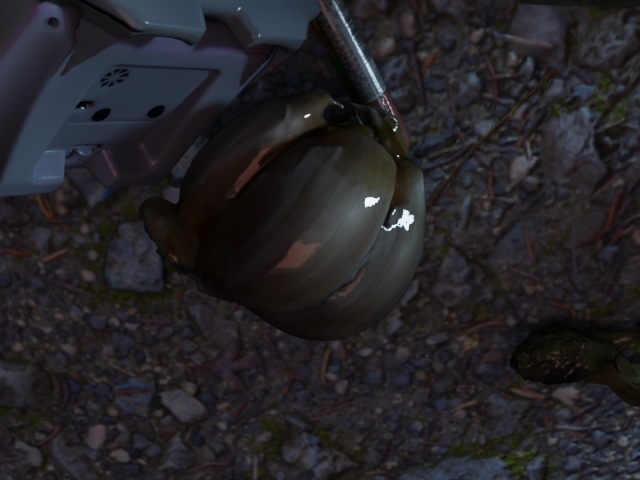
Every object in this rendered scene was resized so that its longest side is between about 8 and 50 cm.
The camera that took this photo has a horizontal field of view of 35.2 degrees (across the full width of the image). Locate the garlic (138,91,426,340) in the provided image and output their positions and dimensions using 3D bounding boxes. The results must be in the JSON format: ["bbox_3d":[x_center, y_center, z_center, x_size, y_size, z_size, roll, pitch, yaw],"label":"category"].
[{"bbox_3d":[0.000,0.000,0.748,0.191,0.160,0.214,-33,140,13],"label":"garlic"}]

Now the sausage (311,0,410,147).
[{"bbox_3d":[0.018,-0.148,0.764,0.029,0.029,0.223,-23,119,15],"label":"sausage"}]

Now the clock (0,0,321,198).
[{"bbox_3d":[-0.127,-0.114,0.668,0.186,0.253,0.083,-38,75,33],"label":"clock"}]

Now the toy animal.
[{"bbox_3d":[0.279,0.116,0.906,0.220,0.069,0.086,20,142,-5],"label":"toy animal"}]

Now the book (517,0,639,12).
[{"bbox_3d":[0.331,-0.186,0.616,0.389,0.269,0.032,0,90,3],"label":"book"}]
